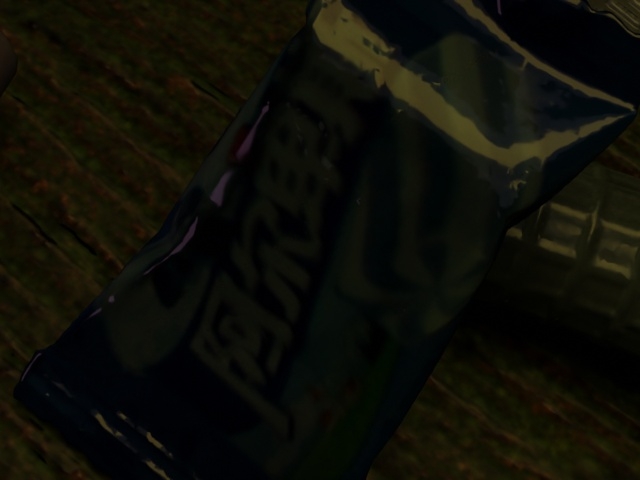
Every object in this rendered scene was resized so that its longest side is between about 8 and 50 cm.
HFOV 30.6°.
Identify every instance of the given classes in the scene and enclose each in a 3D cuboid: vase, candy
[{"bbox_3d":[0.158,0.012,0.649,0.298,0.143,0.143,19,56,2],"label":"vase"},{"bbox_3d":[0.000,0.000,0.565,0.187,0.077,0.331,36,98,10],"label":"candy"}]

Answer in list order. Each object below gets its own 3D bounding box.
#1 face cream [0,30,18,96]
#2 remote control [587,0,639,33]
[{"bbox_3d":[-0.263,-0.008,0.585,0.154,0.096,0.274,28,69,-1],"label":"face cream"},{"bbox_3d":[0.213,-0.180,0.839,0.103,0.034,0.250,43,58,13],"label":"remote control"}]
